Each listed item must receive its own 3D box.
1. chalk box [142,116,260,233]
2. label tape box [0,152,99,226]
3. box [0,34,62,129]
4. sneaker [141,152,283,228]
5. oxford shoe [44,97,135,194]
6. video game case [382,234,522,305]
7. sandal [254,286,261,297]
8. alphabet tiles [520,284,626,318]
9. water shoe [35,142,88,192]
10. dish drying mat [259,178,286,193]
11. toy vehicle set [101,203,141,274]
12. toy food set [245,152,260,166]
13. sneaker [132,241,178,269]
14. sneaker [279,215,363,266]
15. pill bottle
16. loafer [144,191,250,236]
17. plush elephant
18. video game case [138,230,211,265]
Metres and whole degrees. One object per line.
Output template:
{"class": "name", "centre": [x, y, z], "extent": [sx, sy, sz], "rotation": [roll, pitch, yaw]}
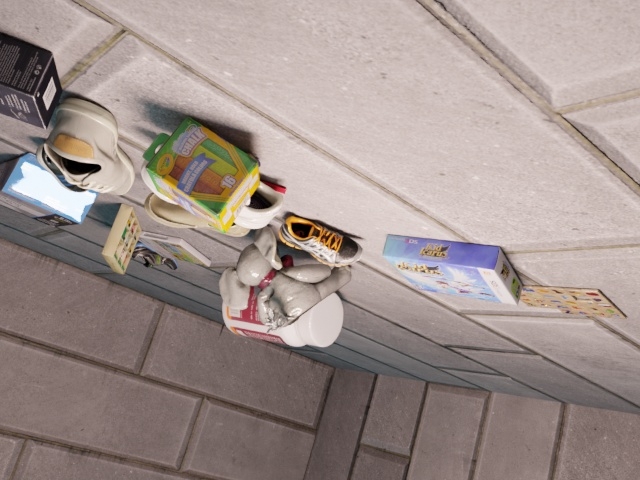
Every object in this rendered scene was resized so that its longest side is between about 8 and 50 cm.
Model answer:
{"class": "chalk box", "centre": [-0.238, -0.135, 1.254], "extent": [0.213, 0.132, 0.132], "rotation": [32, 165, 5]}
{"class": "label tape box", "centre": [-0.809, -0.137, 1.911], "extent": [0.241, 0.105, 0.334], "rotation": [29, 160, -37]}
{"class": "box", "centre": [-0.561, -0.291, 1.174], "extent": [0.158, 0.093, 0.156], "rotation": [19, 164, -11]}
{"class": "sneaker", "centre": [-0.217, -0.121, 1.375], "extent": [0.305, 0.114, 0.152], "rotation": [18, 162, -23]}
{"class": "oxford shoe", "centre": [-0.517, -0.171, 1.469], "extent": [0.169, 0.130, 0.449], "rotation": [17, 165, -7]}
{"class": "video game case", "centre": [0.314, 0.071, 1.552], "extent": [0.270, 0.061, 0.244], "rotation": [7, 160, 32]}
{"class": "sandal", "centre": [-0.165, 0.118, 2.090], "extent": [0.097, 0.054, 0.254], "rotation": [15, 137, 18]}
{"class": "alphabet tiles", "centre": [0.599, 0.150, 1.618], "extent": [0.237, 0.009, 0.198], "rotation": [1, 158, 44]}
{"class": "water shoe", "centre": [-0.630, -0.175, 1.665], "extent": [0.080, 0.072, 0.203], "rotation": [8, 162, 22]}
{"class": "dish drying mat", "centre": [-0.115, -0.121, 1.439], "extent": [0.083, 0.008, 0.032], "rotation": [18, 164, -6]}
{"class": "toy vehicle set", "centre": [-0.621, 0.001, 2.068], "extent": [0.035, 0.165, 0.267], "rotation": [19, 164, -5]}
{"class": "toy food set", "centre": [-0.160, -0.163, 1.330], "extent": [0.078, 0.019, 0.122], "rotation": [21, 170, -12]}
{"class": "sneaker", "centre": [-0.621, 0.071, 2.455], "extent": [0.188, 0.078, 0.067], "rotation": [27, 161, -34]}
{"class": "sneaker", "centre": [0.000, 0.000, 1.598], "extent": [0.215, 0.084, 0.083], "rotation": [17, 159, 3]}
{"class": "pill bottle", "centre": [-0.131, 0.246, 2.287], "extent": [0.392, 0.224, 0.224], "rotation": [5, 160, 37]}
{"class": "loafer", "centre": [-0.299, -0.078, 1.622], "extent": [0.269, 0.101, 0.092], "rotation": [10, 163, -8]}
{"class": "plush elephant", "centre": [-0.126, 0.102, 1.817], "extent": [0.272, 0.255, 0.330], "rotation": [-39, 173, 25]}
{"class": "video game case", "centre": [-0.521, 0.026, 2.304], "extent": [0.207, 0.026, 0.227], "rotation": [11, 162, 21]}
